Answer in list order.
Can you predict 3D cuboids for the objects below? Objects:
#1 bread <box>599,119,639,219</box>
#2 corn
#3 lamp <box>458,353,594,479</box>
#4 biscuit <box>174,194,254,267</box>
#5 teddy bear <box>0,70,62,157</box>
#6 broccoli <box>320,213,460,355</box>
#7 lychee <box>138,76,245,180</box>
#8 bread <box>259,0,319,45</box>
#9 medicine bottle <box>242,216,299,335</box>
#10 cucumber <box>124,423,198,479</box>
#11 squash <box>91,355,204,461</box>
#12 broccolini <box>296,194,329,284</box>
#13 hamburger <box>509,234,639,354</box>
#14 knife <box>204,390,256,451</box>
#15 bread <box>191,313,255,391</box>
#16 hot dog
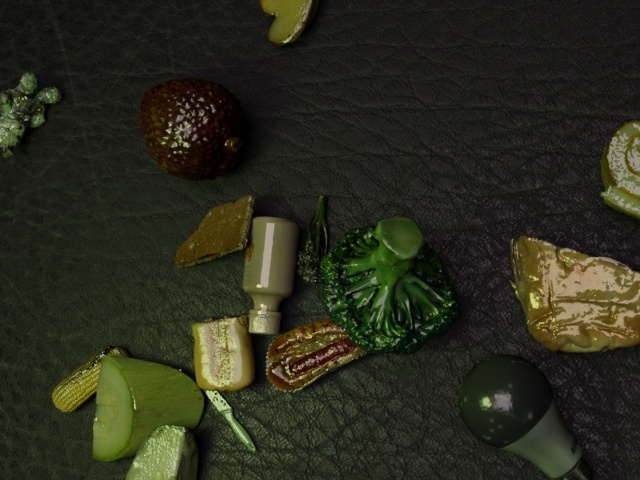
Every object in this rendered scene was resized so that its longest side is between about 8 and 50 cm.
[{"bbox_3d":[0.670,-0.118,1.756,0.257,0.124,0.186,30,97,17],"label":"bread"},{"bbox_3d":[-0.525,0.314,2.042,0.203,0.072,0.072,-38,74,6],"label":"corn"},{"bbox_3d":[0.414,0.348,1.751,0.314,0.182,0.182,33,91,-12],"label":"lamp"},{"bbox_3d":[-0.234,-0.016,1.991,0.237,0.026,0.131,-17,53,42],"label":"biscuit"},{"bbox_3d":[-0.738,-0.309,2.169,0.111,0.133,0.213,25,79,44],"label":"teddy bear"},{"bbox_3d":[0.141,0.084,1.779,0.298,0.297,0.297,3,61,-5],"label":"broccoli"},{"bbox_3d":[-0.284,-0.249,1.981,0.271,0.236,0.236,31,91,34],"label":"lychee"},{"bbox_3d":[-0.073,-0.532,2.057,0.149,0.065,0.187,16,89,28],"label":"bread"},{"bbox_3d":[-0.110,0.078,1.940,0.114,0.114,0.252,3,82,16],"label":"medicine bottle"},{"bbox_3d":[-0.345,0.547,1.935,0.145,0.105,0.325,13,90,20],"label":"cucumber"},{"bbox_3d":[-0.385,0.383,1.995,0.204,0.155,0.236,11,98,42],"label":"squash"},{"bbox_3d":[-0.013,0.001,1.962,0.068,0.091,0.202,-21,53,42],"label":"broccolini"},{"bbox_3d":[0.504,0.127,1.740,0.330,0.162,0.209,18,89,15],"label":"hamburger"},{"bbox_3d":[-0.202,0.381,1.971,0.030,0.014,0.207,-44,73,7],"label":"knife"},{"bbox_3d":[-0.208,0.246,1.956,0.134,0.085,0.173,-7,78,11],"label":"bread"},{"bbox_3d":[-0.002,0.233,1.910,0.253,0.069,0.131,-23,75,10],"label":"hot dog"}]
